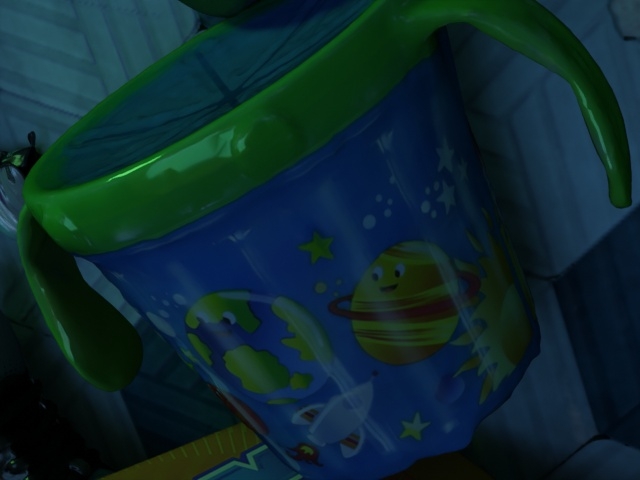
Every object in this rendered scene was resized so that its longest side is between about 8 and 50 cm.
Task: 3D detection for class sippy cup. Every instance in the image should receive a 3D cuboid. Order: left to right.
[{"bbox_3d":[0.000,0.000,0.658,0.305,0.240,0.224,2,129,58],"label":"sippy cup"}]

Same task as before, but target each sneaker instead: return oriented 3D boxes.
[{"bbox_3d":[-0.216,-0.054,0.826,0.098,0.038,0.069,40,120,-8],"label":"sneaker"},{"bbox_3d":[-0.177,0.164,0.847,0.178,0.124,0.295,5,121,27],"label":"sneaker"}]

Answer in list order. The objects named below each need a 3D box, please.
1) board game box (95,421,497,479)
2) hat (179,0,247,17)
[{"bbox_3d":[-0.015,0.354,0.658,0.356,0.356,0.356,33,125,38],"label":"board game box"},{"bbox_3d":[-0.034,-0.251,0.667,0.173,0.183,0.208,46,163,7],"label":"hat"}]
